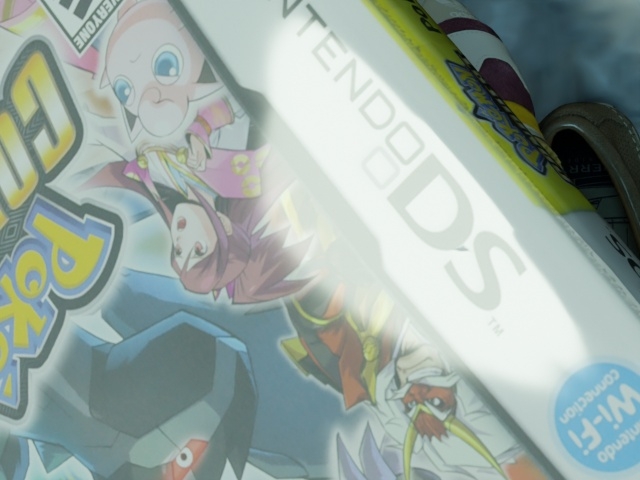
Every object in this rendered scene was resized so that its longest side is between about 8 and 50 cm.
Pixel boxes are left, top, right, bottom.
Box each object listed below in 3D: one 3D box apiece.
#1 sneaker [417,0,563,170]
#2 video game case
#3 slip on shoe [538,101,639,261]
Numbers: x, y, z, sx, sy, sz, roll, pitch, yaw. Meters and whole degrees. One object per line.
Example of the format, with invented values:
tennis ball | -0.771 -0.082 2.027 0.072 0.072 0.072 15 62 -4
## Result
sneaker | 0.000 0.000 0.479 0.185 0.069 0.084 -41 48 29
video game case | -0.052 0.050 0.403 0.275 0.035 0.248 -46 68 21
slip on shoe | 0.093 0.023 0.458 0.051 0.041 0.135 -6 93 17
